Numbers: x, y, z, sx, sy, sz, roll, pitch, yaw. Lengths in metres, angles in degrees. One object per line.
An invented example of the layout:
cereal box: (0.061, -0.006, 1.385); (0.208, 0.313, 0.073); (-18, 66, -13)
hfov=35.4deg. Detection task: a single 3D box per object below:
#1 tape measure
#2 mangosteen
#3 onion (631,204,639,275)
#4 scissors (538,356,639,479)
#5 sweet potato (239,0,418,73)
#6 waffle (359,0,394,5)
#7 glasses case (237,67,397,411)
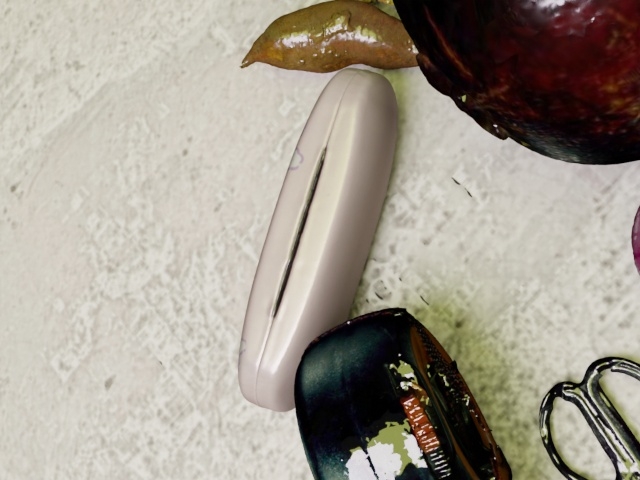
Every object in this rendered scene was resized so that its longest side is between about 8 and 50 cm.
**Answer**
tape measure: (0.069, 0.161, 0.757); (0.135, 0.202, 0.223); (-25, 90, 13)
mangosteen: (0.199, -0.207, 0.697); (0.330, 0.330, 0.330); (-3, 82, 19)
onion: (0.286, 0.003, 0.761); (0.115, 0.104, 0.115); (5, 71, -16)
scissors: (0.278, 0.232, 0.768); (0.109, 0.022, 0.300); (-35, 73, 16)
sweet potato: (0.038, -0.183, 0.889); (0.226, 0.068, 0.068); (0, 83, 11)
waffle: (0.048, -0.242, 0.889); (0.085, 0.016, 0.078); (-4, 93, 63)
glasses case: (0.000, 0.000, 0.849); (0.075, 0.113, 0.297); (16, 88, 19)
